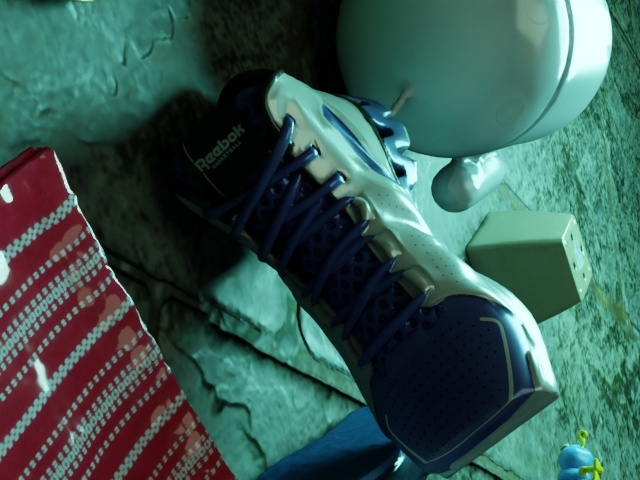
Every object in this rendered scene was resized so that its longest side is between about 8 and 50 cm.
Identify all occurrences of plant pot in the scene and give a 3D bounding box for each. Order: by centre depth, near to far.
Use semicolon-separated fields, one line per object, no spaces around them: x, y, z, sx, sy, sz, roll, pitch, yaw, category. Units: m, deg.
0.228;0.027;1.188;0.109;0.096;0.109;-46;119;-58;plant pot

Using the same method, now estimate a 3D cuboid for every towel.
-0.110;0.112;0.509;0.275;0.031;0.199;63;30;-19;towel

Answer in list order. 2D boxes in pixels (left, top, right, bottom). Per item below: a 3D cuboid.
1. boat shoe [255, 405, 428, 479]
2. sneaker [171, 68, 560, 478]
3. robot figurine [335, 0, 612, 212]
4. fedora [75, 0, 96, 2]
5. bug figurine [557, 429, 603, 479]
0.034;0.176;0.748;0.258;0.109;0.089;-16;96;-61;boat shoe
0.000;-0.001;0.707;0.182;0.127;0.316;22;31;-44;sneaker
0.140;-0.178;0.998;0.353;0.199;0.300;-17;108;-63;robot figurine
-0.134;-0.235;0.635;0.194;0.079;0.194;36;47;-52;fedora
0.292;0.347;1.196;0.279;0.072;0.216;55;40;-44;bug figurine
